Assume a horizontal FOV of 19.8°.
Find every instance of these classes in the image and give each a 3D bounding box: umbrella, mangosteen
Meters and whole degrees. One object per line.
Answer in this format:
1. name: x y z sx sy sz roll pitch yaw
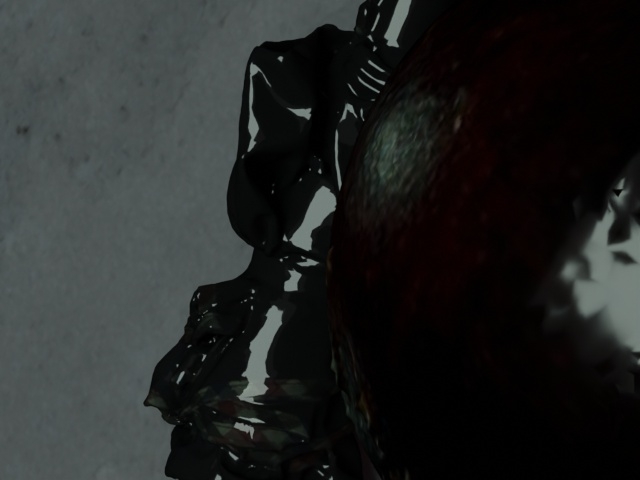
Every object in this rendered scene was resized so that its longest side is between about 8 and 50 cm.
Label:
1. umbrella: -0.001 0.001 0.873 0.122 0.110 0.272 19 99 -6
2. mangosteen: 0.155 0.007 0.645 0.330 0.330 0.330 -5 81 33
